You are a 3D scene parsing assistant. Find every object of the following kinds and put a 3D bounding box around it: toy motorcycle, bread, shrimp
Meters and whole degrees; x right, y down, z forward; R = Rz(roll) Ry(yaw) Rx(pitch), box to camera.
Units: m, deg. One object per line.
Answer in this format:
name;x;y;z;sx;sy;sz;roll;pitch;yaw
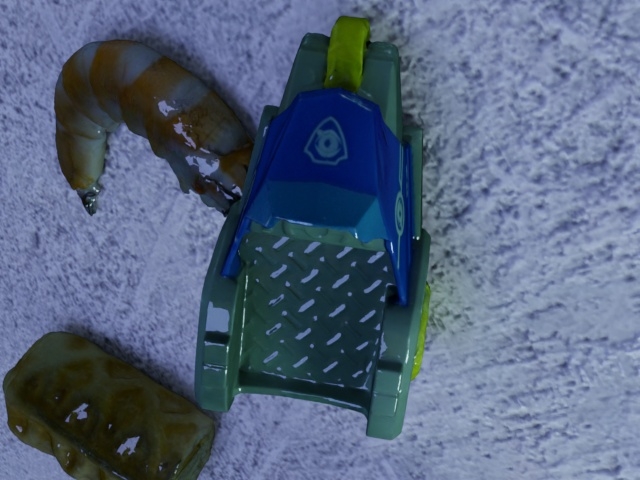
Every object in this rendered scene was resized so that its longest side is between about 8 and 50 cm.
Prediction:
toy motorcycle;0.000;0.000;0.850;0.191;0.200;0.327;8;121;4
bread;-0.254;0.210;1.255;0.267;0.130;0.152;28;96;20
shrimp;-0.182;-0.102;1.027;0.287;0.068;0.185;-4;117;40
